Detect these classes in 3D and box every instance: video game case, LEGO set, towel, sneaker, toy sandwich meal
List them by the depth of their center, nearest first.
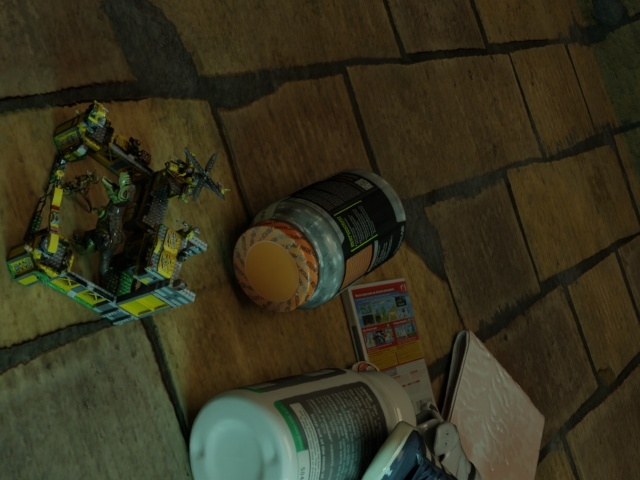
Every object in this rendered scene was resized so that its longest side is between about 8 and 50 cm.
[{"bbox_3d":[-0.267,-0.046,1.376,0.255,0.192,0.331,45,44,-31],"label":"LEGO set"},{"bbox_3d":[0.166,0.389,1.520,0.131,0.148,0.350,-53,155,-11],"label":"sneaker"},{"bbox_3d":[0.178,0.459,1.768,0.366,0.137,0.210,-47,119,-55],"label":"sneaker"},{"bbox_3d":[0.086,0.264,1.809,0.086,0.029,0.085,5,77,-23],"label":"toy sandwich meal"},{"bbox_3d":[0.139,0.221,1.922,0.204,0.025,0.285,-5,80,-52],"label":"video game case"},{"bbox_3d":[0.368,0.410,2.113,0.332,0.053,0.317,49,43,-27],"label":"towel"}]

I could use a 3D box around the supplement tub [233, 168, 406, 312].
[{"bbox_3d":[0.000,0.000,1.699,0.316,0.194,0.193,-29,99,-54],"label":"supplement tub"}]

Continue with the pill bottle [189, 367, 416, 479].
[{"bbox_3d":[-0.014,0.311,1.538,0.361,0.204,0.204,-2,77,-52],"label":"pill bottle"}]
